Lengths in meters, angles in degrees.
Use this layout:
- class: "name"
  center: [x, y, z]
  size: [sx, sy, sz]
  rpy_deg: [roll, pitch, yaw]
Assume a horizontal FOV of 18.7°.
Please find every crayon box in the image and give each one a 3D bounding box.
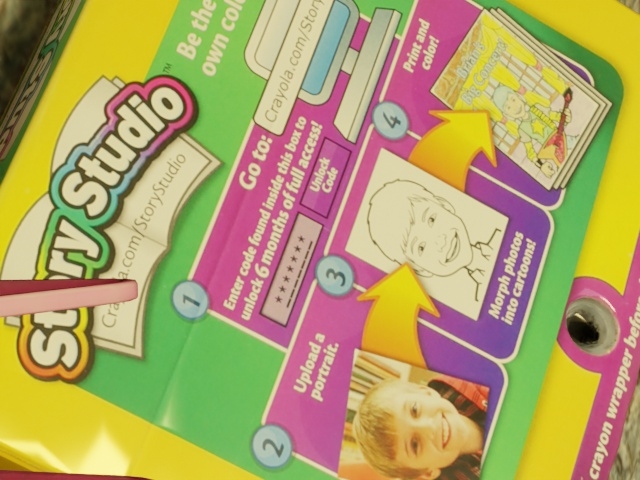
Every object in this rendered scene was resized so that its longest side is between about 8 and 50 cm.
- class: "crayon box"
  center: [0.000, 0.000, 0.919]
  size: [0.313, 0.106, 0.363]
  rpy_deg: [28, 61, -15]

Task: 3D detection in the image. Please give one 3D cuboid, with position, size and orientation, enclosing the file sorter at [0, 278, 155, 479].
- class: "file sorter"
  center: [-0.162, 0.154, 0.595]
  size: [0.202, 0.182, 0.291]
  rpy_deg: [-5, 93, -53]
